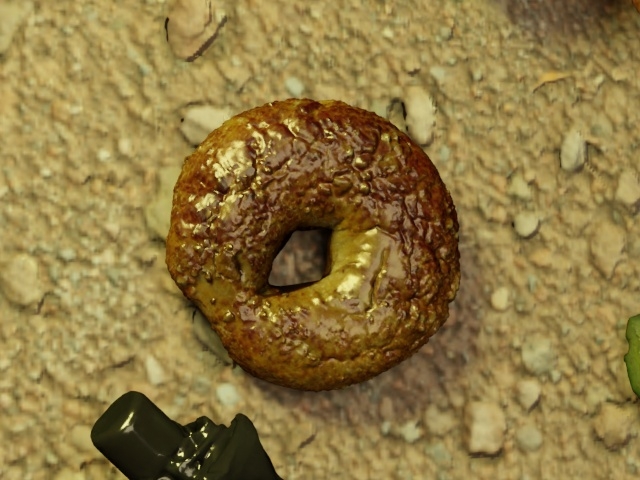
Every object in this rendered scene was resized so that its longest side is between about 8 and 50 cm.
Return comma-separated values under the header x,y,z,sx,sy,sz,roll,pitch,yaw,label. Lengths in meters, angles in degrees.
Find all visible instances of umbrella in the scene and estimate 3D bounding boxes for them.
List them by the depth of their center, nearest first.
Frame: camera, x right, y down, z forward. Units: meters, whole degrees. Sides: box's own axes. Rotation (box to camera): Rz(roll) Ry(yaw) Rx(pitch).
x,y,z,sx,sy,sz,roll,pitch,yaw,label
-0.026,0.187,0.893,0.110,0.122,0.272,-46,108,2,umbrella

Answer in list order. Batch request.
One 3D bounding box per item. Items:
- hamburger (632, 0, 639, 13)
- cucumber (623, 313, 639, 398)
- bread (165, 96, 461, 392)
x,y,z,sx,sy,sz,roll,pitch,yaw,label
0.296,-0.301,1.051,0.282,0.155,0.245,-28,67,9,hamburger
0.306,0.078,1.066,0.211,0.062,0.078,-10,52,-15,cucumber
0.000,0.000,0.959,0.193,0.064,0.193,2,85,-18,bread
